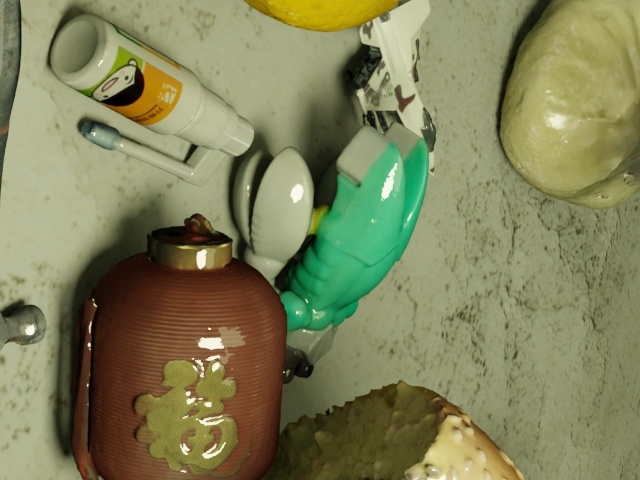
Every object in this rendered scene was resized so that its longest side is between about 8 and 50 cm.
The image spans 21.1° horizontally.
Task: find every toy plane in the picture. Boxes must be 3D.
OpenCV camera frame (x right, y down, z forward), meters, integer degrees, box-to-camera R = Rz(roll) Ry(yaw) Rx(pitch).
[{"bbox_3d":[0.072,-0.156,1.689,0.234,0.082,0.160,84,27,-46],"label":"toy plane"}]

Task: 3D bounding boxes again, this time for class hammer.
[{"bbox_3d":[-0.259,-0.053,1.300,0.137,0.037,0.290,-10,108,-53],"label":"hammer"}]

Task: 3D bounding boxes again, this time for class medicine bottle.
[{"bbox_3d":[-0.140,-0.108,1.431,0.092,0.061,0.221,-53,143,8],"label":"medicine bottle"}]

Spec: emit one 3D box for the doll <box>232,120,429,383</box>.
[{"bbox_3d":[-0.007,-0.003,1.583,0.258,0.153,0.195,-54,159,-4],"label":"doll"}]

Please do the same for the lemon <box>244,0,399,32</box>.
[{"bbox_3d":[-0.007,-0.272,1.447,0.257,0.188,0.188,36,71,-51],"label":"lemon"}]

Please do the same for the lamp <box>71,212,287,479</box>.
[{"bbox_3d":[-0.119,0.109,1.425,0.180,0.180,0.258,-15,112,-50],"label":"lamp"}]

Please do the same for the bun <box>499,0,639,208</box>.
[{"bbox_3d":[0.322,-0.163,1.936,0.273,0.168,0.273,-23,123,-41],"label":"bun"}]

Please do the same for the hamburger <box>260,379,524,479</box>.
[{"bbox_3d":[0.044,0.302,1.446,0.287,0.445,0.268,44,54,-14],"label":"hamburger"}]
